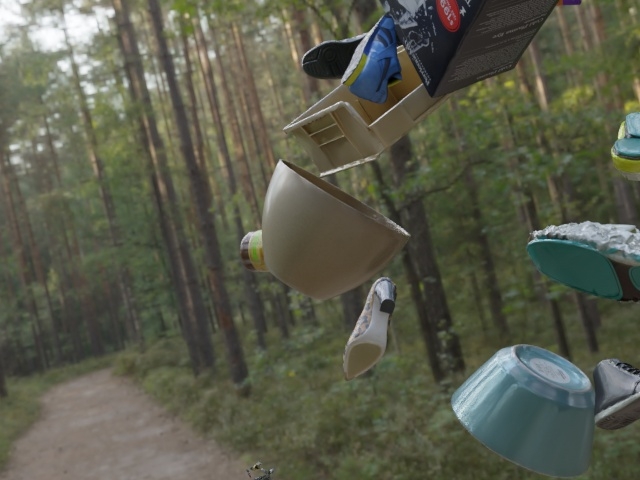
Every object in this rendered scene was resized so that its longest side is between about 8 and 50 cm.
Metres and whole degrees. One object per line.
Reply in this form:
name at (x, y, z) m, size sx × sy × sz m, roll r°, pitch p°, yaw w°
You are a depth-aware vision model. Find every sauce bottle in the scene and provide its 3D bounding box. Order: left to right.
sauce bottle at (-0.038, 0.017, 2.199) m, size 0.344 × 0.111 × 0.111 m, roll -6°, pitch 2°, yaw 35°

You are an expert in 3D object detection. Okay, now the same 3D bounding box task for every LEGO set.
LEGO set at (-0.107, 0.425, 1.602) m, size 0.054 × 0.023 × 0.083 m, roll -44°, pitch -38°, yaw 0°

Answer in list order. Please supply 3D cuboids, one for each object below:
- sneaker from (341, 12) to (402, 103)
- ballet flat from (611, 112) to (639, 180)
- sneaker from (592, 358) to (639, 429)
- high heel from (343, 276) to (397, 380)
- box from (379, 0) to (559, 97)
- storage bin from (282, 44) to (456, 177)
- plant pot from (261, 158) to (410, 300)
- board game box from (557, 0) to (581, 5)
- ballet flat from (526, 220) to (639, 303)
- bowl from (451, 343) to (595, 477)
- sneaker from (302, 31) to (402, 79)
sneaker at (0.097, -0.291, 1.466) m, size 0.069 × 0.082 × 0.209 m, roll -48°, pitch 14°, yaw 42°
ballet flat at (0.518, -0.142, 1.475) m, size 0.077 × 0.077 × 0.231 m, roll 8°, pitch 27°, yaw 19°
sneaker at (0.577, 0.251, 1.637) m, size 0.083 × 0.118 × 0.222 m, roll 22°, pitch -41°, yaw -27°
high heel at (0.126, 0.223, 2.310) m, size 0.093 × 0.261 × 0.186 m, roll 25°, pitch 18°, yaw -6°
box at (0.216, -0.464, 1.452) m, size 0.179 × 0.343 × 0.312 m, roll -22°, pitch -15°, yaw -13°
storage bin at (0.109, -0.254, 1.678) m, size 0.262 × 0.123 × 0.260 m, roll -40°, pitch 13°, yaw -25°
plant pot at (0.000, 0.000, 1.693) m, size 0.284 × 0.191 × 0.284 m, roll 30°, pitch 6°, yaw -4°
board game box at (0.503, -0.857, 2.332) m, size 0.356 × 0.356 × 0.356 m, roll 3°, pitch -38°, yaw 16°
ballet flat at (0.556, 0.038, 1.564) m, size 0.147 × 0.147 × 0.409 m, roll -11°, pitch 19°, yaw -37°
bowl at (0.445, 0.330, 1.871) m, size 0.312 × 0.163 × 0.311 m, roll 19°, pitch 19°, yaw -7°
sneaker at (0.075, -0.402, 1.969) m, size 0.227 × 0.087 × 0.130 m, roll -20°, pitch -2°, yaw 6°
